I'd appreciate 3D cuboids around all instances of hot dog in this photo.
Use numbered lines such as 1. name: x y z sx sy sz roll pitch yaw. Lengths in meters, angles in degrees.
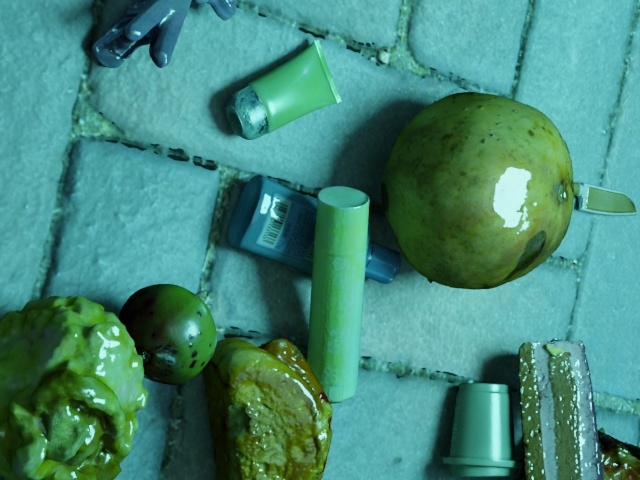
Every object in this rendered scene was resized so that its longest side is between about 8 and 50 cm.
1. hot dog: -0.062 0.251 1.677 0.153 0.150 0.257 -10 99 -21

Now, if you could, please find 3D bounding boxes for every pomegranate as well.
1. pomegranate: -0.193 0.104 1.577 0.129 0.159 0.129 -2 126 -3
2. pomegranate: 0.219 -0.071 1.755 0.281 0.281 0.281 -3 96 -32

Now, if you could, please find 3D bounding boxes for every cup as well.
1. cup: 0.244 0.287 1.892 0.120 0.120 0.141 8 76 -32

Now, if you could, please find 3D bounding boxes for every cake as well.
1. cake: 0.351 0.265 1.856 0.113 0.115 0.295 67 19 -54

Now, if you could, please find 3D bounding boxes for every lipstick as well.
1. lipstick: 0.023 0.080 1.699 0.076 0.076 0.304 -12 119 -31

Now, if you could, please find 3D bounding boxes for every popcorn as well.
1. popcorn: -0.308 0.192 1.461 0.259 0.259 0.212 -54 140 -17

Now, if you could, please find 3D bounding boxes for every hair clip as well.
1. hair clip: -0.169 -0.316 1.587 0.278 0.090 0.137 -52 126 -17

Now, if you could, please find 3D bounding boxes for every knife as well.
1. knife: 0.425 -0.069 2.017 0.256 0.022 0.046 10 82 -37

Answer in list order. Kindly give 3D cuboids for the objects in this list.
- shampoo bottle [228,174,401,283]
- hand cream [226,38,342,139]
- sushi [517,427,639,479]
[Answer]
1. shampoo bottle: 0.000 0.000 1.735 0.258 0.061 0.104 22 89 -31
2. hand cream: -0.051 -0.197 1.699 0.175 0.046 0.095 -33 110 -32
3. sushi: 0.457 0.395 1.989 0.343 0.182 0.196 19 78 -35
